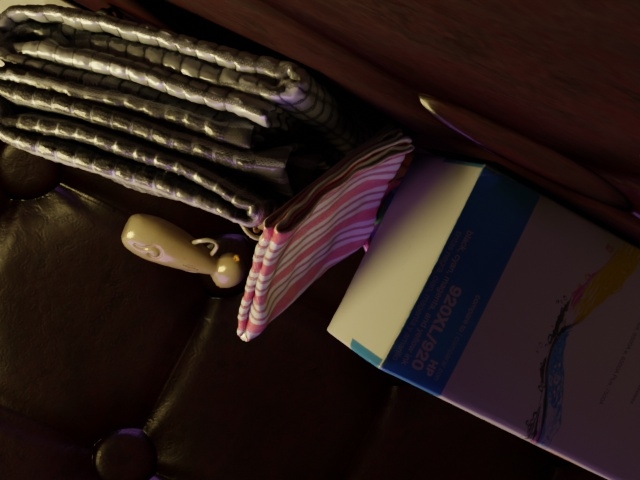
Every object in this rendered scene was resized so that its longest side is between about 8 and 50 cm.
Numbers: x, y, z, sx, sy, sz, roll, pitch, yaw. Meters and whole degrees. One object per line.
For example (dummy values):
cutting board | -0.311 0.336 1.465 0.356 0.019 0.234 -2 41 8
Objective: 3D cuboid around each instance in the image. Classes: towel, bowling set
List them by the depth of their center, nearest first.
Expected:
towel | 0.000 0.000 1.086 0.029 0.144 0.197 44 153 14
towel | -0.111 -0.086 1.118 0.284 0.121 0.235 17 177 18
bowling set | -0.102 -0.101 1.590 0.154 0.199 0.287 23 139 -17

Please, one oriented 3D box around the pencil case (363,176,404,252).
pencil case | 0.087 -0.014 1.299 0.104 0.104 0.236 28 -179 4

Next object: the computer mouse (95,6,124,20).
computer mouse | -0.113 -0.150 1.328 0.262 0.060 0.184 30 172 1

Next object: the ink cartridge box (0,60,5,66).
ink cartridge box | -0.322 -0.228 1.590 0.135 0.099 0.056 29 -179 6

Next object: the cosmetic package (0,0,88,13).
cosmetic package | -0.306 -0.242 1.492 0.239 0.060 0.099 27 -178 0

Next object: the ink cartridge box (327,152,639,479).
ink cartridge box | 0.158 0.060 1.069 0.233 0.168 0.171 27 179 -14
